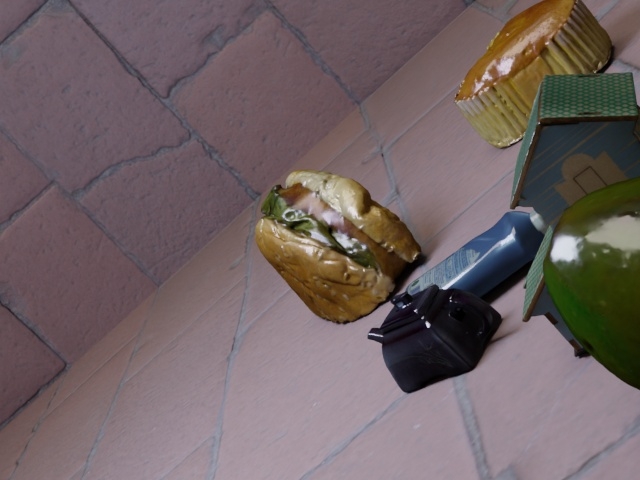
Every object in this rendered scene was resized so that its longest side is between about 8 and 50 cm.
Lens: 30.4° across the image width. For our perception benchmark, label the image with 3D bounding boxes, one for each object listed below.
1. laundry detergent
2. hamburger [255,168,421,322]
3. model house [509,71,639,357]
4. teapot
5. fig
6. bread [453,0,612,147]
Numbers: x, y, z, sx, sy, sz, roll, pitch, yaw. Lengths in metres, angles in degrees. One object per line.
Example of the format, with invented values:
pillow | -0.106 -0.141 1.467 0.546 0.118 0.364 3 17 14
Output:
laundry detergent | 0.191 0.027 1.377 0.206 0.061 0.096 -38 6 23
hamburger | 0.000 -0.003 1.781 0.162 0.209 0.330 -45 10 -10
model house | 0.262 -0.057 1.071 0.271 0.206 0.178 -38 13 28
teapot | 0.117 0.095 1.300 0.177 0.096 0.087 -29 19 50
fig | 0.264 0.025 0.878 0.181 0.191 0.181 16 -90 -84
bread | 0.323 -0.268 1.818 0.250 0.133 0.179 -39 16 24
